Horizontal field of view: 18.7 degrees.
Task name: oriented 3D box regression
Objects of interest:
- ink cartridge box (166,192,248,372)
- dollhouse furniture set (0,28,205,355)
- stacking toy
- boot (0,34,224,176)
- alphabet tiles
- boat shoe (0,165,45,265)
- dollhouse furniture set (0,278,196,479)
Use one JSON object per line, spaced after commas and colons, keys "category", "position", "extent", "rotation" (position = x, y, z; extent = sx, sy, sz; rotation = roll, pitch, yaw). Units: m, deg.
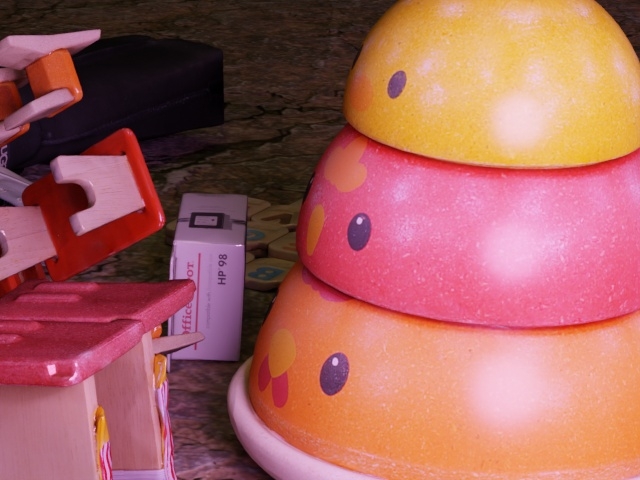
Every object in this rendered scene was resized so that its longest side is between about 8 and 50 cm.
{"category": "ink cartridge box", "position": [-0.093, 0.035, 1.623], "extent": [0.060, 0.104, 0.180], "rotation": [3, 18, -2]}
{"category": "dollhouse furniture set", "position": [-0.214, -0.008, 1.544], "extent": [0.135, 0.262, 0.259], "rotation": [-14, -8, -46]}
{"category": "stacking toy", "position": [0.114, -0.066, 1.344], "extent": [0.350, 0.480, 0.350], "rotation": [2, 17, -1]}
{"category": "boot", "position": [-0.370, -0.169, 2.152], "extent": [0.367, 0.146, 0.445], "rotation": [24, 30, 28]}
{"category": "alphabet tiles", "position": [0.000, 0.000, 1.882], "extent": [0.284, 0.021, 0.278], "rotation": [11, 20, 25]}
{"category": "boat shoe", "position": [-0.316, -0.027, 1.833], "extent": [0.227, 0.079, 0.081], "rotation": [14, 17, 25]}
{"category": "dollhouse furniture set", "position": [-0.259, 0.131, 1.171], "extent": [0.374, 0.201, 0.152], "rotation": [2, 17, 21]}
